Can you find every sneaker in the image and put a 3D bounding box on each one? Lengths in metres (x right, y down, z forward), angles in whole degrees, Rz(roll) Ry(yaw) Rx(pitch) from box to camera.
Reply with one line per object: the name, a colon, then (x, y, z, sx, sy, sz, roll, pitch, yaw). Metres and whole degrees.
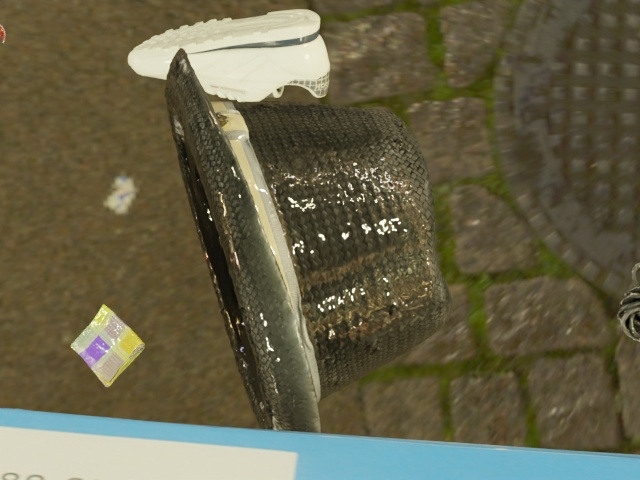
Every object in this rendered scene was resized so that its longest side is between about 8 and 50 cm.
sneaker: (-0.105, -0.196, 1.811, 0.235, 0.090, 0.095, -2, 119, 21)

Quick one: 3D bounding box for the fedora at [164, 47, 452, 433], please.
fedora: (0.000, 0.000, 1.121, 0.152, 0.334, 0.334, -15, 91, -7)

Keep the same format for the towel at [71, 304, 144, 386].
towel: (-0.222, 0.109, 1.677, 0.060, 0.009, 0.083, -49, 50, 0)

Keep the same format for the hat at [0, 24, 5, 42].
hat: (-0.470, -0.340, 1.922, 0.208, 0.183, 0.173, 23, 77, -25)

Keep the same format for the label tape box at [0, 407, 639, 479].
label tape box: (-0.012, 0.208, 0.433, 0.241, 0.106, 0.333, 4, 122, 2)

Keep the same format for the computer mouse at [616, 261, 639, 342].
computer mouse: (0.378, -0.033, 1.472, 0.188, 0.072, 0.272, 7, 90, -20)
